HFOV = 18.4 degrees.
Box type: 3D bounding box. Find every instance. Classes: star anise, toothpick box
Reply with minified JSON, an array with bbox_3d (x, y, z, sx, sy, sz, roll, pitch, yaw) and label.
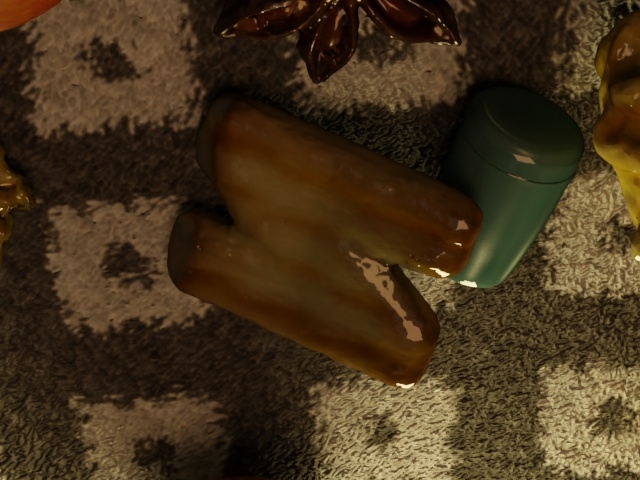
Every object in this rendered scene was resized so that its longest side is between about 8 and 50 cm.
[{"bbox_3d":[0.031,-0.236,1.792,0.220,0.099,0.214,12,137,-18],"label":"star anise"},{"bbox_3d":[0.170,-0.047,1.917,0.120,0.120,0.184,14,127,-14],"label":"toothpick box"}]

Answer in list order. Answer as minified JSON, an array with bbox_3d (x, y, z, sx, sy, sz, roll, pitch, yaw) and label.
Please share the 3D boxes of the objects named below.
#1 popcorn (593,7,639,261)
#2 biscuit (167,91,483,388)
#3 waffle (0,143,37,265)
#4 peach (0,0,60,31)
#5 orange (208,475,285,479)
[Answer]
[{"bbox_3d":[0.390,-0.106,1.826,0.316,0.281,0.297,-22,109,-26],"label":"popcorn"},{"bbox_3d":[0.000,0.000,1.915,0.291,0.062,0.237,23,124,11],"label":"biscuit"},{"bbox_3d":[-0.428,-0.044,1.910,0.291,0.051,0.291,-3,123,-5],"label":"waffle"},{"bbox_3d":[-0.326,-0.316,1.555,0.370,0.370,0.370,-2,125,-3],"label":"peach"},{"bbox_3d":[-0.086,0.399,2.093,0.312,0.312,0.312,-2,125,-3],"label":"orange"}]
